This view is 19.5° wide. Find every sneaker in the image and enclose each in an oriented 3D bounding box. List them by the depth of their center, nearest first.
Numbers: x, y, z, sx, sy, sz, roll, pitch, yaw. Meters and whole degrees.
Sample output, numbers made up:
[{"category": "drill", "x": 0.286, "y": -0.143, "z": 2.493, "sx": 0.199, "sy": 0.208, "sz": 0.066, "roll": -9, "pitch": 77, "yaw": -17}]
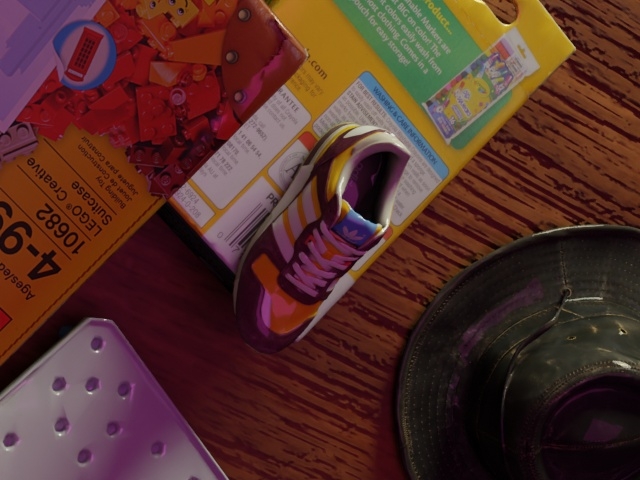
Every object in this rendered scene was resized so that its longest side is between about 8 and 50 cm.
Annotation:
[{"category": "sneaker", "x": 0.000, "y": 0.000, "z": 1.339, "sx": 0.069, "sy": 0.084, "sz": 0.185, "roll": 27, "pitch": 87, "yaw": -25}]

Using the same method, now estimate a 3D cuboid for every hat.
[{"category": "hat", "x": 0.234, "y": 0.140, "z": 1.531, "sx": 0.331, "sy": 0.134, "sz": 0.331, "roll": -4, "pitch": 99, "yaw": -23}]

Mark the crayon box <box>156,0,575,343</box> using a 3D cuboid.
[{"category": "crayon box", "x": 0.016, "y": -0.109, "z": 1.420, "sx": 0.323, "sy": 0.083, "sz": 0.203, "roll": -46, "pitch": 113, "yaw": -10}]

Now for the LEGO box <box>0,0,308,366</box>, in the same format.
[{"category": "LEGO box", "x": -0.315, "y": -0.170, "z": 1.073, "sx": 0.372, "sy": 0.193, "sz": 0.500, "roll": -46, "pitch": 117, "yaw": -7}]

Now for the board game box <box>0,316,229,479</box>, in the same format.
[{"category": "board game box", "x": -0.203, "y": 0.320, "z": 1.374, "sx": 0.390, "sy": 0.050, "sz": 0.390, "roll": -43, "pitch": 114, "yaw": -24}]
